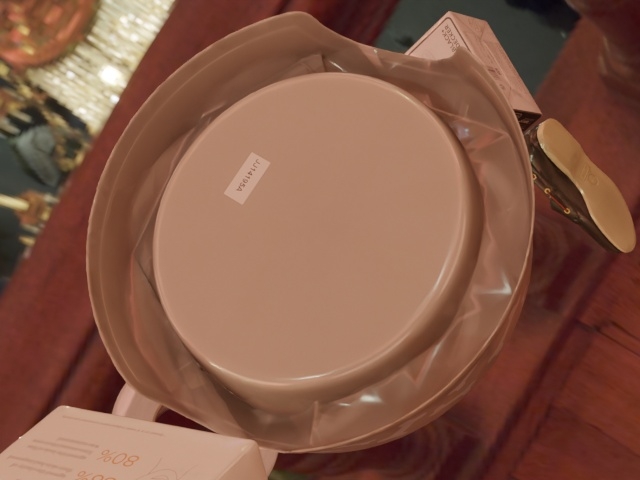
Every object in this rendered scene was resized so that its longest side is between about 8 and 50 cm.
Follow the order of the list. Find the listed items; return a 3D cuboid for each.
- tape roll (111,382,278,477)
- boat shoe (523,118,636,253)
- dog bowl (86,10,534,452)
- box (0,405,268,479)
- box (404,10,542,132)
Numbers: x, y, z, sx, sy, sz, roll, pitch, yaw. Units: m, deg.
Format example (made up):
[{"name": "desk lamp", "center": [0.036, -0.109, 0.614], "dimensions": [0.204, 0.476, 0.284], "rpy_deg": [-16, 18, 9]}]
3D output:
[{"name": "tape roll", "center": [-0.165, 0.255, 1.855], "dimensions": [0.219, 0.072, 0.219], "rpy_deg": [5, 66, -10]}, {"name": "boat shoe", "center": [0.212, -0.040, 1.191], "dimensions": [0.133, 0.049, 0.042], "rpy_deg": [49, 135, -10]}, {"name": "dog bowl", "center": [0.000, 0.000, 1.081], "dimensions": [0.348, 0.102, 0.349], "rpy_deg": [-8, 67, 18]}, {"name": "box", "center": [-0.115, 0.164, 0.648], "dimensions": [0.130, 0.170, 0.091], "rpy_deg": [5, 121, 35]}, {"name": "box", "center": [0.135, -0.147, 1.921], "dimensions": [0.290, 0.087, 0.169], "rpy_deg": [-43, 62, 31]}]
